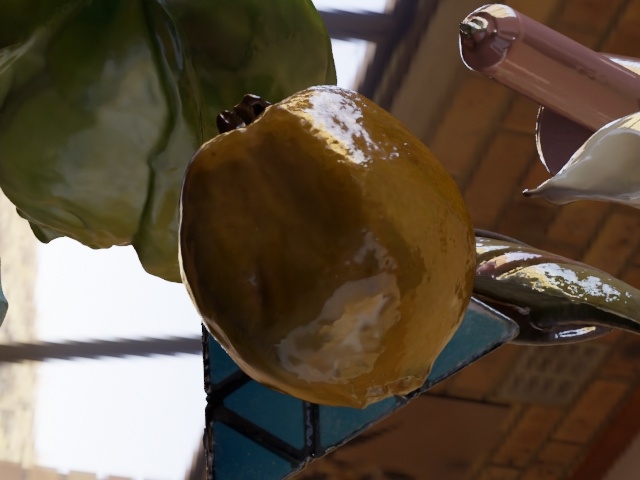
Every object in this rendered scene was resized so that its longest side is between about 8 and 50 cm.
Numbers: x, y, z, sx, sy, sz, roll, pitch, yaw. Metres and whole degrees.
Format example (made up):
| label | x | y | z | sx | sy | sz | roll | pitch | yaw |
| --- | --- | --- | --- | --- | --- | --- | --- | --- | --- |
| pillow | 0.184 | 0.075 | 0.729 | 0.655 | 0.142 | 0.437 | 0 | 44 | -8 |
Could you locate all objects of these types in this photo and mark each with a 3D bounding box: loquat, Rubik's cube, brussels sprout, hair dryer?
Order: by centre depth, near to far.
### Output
| label | x | y | z | sx | sy | sz | roll | pitch | yaw |
| --- | --- | --- | --- | --- | --- | --- | --- | --- | --- |
| loquat | 0.000 | 0.000 | 1.040 | 0.234 | 0.187 | 0.176 | 55 | -6 | 19 |
| hair dryer | 0.210 | -0.114 | 1.227 | 0.210 | 0.352 | 0.125 | 19 | -91 | 48 |
| Rubik's cube | 0.006 | 0.078 | 1.366 | 0.228 | 0.233 | 0.228 | -108 | -158 | -44 |
| brussels sprout | -0.181 | -0.173 | 1.733 | 0.361 | 0.425 | 0.342 | -43 | -149 | 55 |

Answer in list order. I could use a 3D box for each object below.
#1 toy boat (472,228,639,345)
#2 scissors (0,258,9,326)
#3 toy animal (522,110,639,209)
| label | x | y | z | sx | sy | sz | roll | pitch | yaw |
| --- | --- | --- | --- | --- | --- | --- | --- | --- | --- |
| toy boat | 0.195 | 0.041 | 1.612 | 0.293 | 0.276 | 0.111 | 122 | -15 | -81 |
| scissors | -0.390 | 0.098 | 1.489 | 0.360 | 0.029 | 0.191 | 2 | -103 | 52 |
| toy animal | 0.257 | 0.047 | 0.784 | 0.183 | 0.247 | 0.310 | -31 | -122 | 23 |
